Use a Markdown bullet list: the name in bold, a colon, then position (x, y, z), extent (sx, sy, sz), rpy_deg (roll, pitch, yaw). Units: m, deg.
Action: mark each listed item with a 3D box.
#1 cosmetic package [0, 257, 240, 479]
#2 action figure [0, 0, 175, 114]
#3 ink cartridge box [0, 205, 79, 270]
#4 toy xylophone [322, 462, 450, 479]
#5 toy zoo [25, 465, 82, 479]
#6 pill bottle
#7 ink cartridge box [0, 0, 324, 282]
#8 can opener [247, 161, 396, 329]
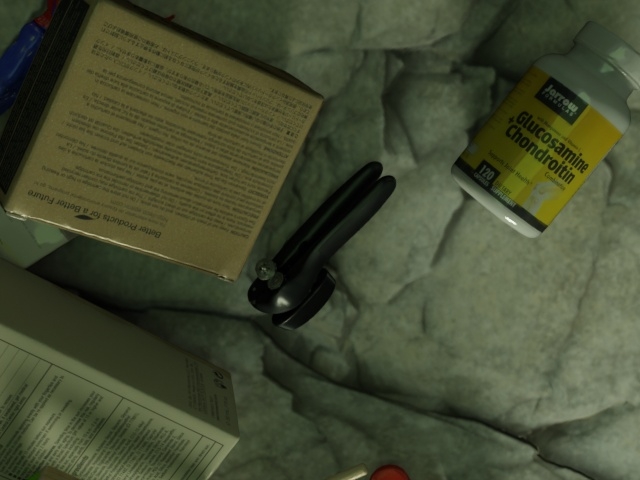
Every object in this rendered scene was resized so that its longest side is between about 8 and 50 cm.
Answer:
- **cosmetic package**: position (-0.244, 0.140, 0.993), extent (0.309, 0.113, 0.160), rpy_deg (32, 108, -22)
- **action figure**: position (-0.232, -0.154, 1.007), extent (0.139, 0.091, 0.280), rpy_deg (36, 101, 3)
- **ink cartridge box**: position (-0.290, -0.017, 1.032), extent (0.143, 0.092, 0.090), rpy_deg (-31, 98, 8)
- **toy xylophone**: position (0.013, 0.336, 1.086), extent (0.323, 0.081, 0.236), rpy_deg (-21, 99, 6)
- **toy zoo**: position (-0.246, 0.307, 1.038), extent (0.192, 0.030, 0.293), rpy_deg (32, 134, -24)
- **pill bottle**: position (0.210, -0.101, 0.988), extent (0.103, 0.103, 0.184), rpy_deg (37, 100, -4)
- **ink cartridge box**: position (-0.142, -0.090, 0.960), extent (0.235, 0.088, 0.193), rpy_deg (20, 103, -37)
- **can opener**: position (0.000, 0.000, 1.048), extent (0.059, 0.073, 0.186), rpy_deg (41, 98, 35)
